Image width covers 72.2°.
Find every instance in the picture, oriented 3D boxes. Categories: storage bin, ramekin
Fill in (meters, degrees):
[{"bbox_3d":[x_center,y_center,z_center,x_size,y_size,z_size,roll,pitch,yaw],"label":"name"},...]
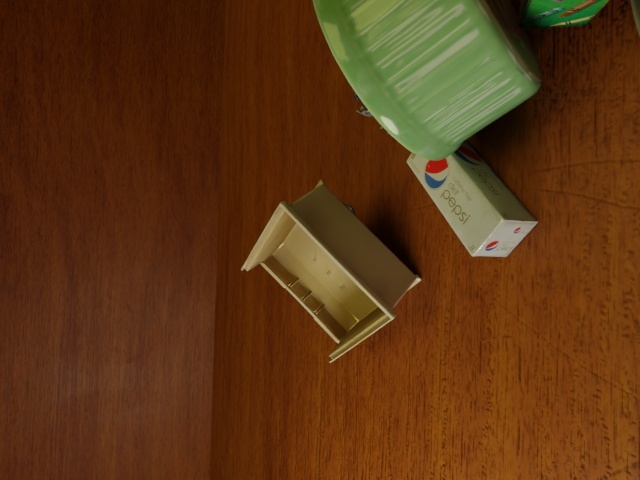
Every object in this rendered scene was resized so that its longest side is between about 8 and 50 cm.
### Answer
[{"bbox_3d":[0.005,0.069,0.842,0.262,0.123,0.260,45,138,5],"label":"storage bin"},{"bbox_3d":[0.145,-0.269,0.550,0.148,0.304,0.303,-27,62,37],"label":"ramekin"}]

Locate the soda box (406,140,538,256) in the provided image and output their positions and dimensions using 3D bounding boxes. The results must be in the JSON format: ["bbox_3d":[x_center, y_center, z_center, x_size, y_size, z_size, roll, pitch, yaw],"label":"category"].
[{"bbox_3d":[0.214,-0.077,0.649,0.073,0.069,0.216,-63,37,39],"label":"soda box"}]

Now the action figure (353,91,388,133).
[{"bbox_3d":[0.121,-0.328,0.823,0.185,0.099,0.284,-44,53,47],"label":"action figure"}]

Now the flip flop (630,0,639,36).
[{"bbox_3d":[0.335,-0.292,0.417,0.112,0.080,0.276,-27,64,59],"label":"flip flop"}]

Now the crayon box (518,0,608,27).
[{"bbox_3d":[0.258,-0.376,0.421,0.165,0.081,0.278,-29,-58,-70],"label":"crayon box"}]

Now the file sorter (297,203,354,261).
[{"bbox_3d":[0.000,0.000,1.007,0.170,0.118,0.104,-55,39,46],"label":"file sorter"}]
